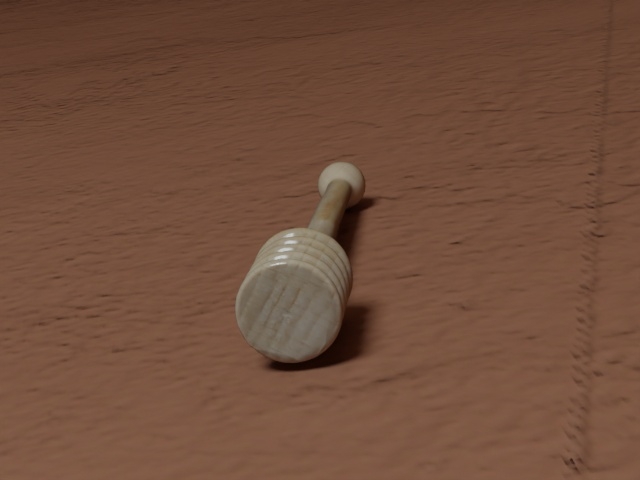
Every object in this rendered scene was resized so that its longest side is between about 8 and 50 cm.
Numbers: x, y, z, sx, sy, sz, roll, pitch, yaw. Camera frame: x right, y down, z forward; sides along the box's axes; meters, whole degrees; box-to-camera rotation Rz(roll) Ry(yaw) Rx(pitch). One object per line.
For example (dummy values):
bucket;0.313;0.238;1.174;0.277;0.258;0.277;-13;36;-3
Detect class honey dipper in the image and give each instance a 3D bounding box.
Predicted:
honey dipper;0.000;0.000;0.458;0.030;0.031;0.161;-6;13;8
